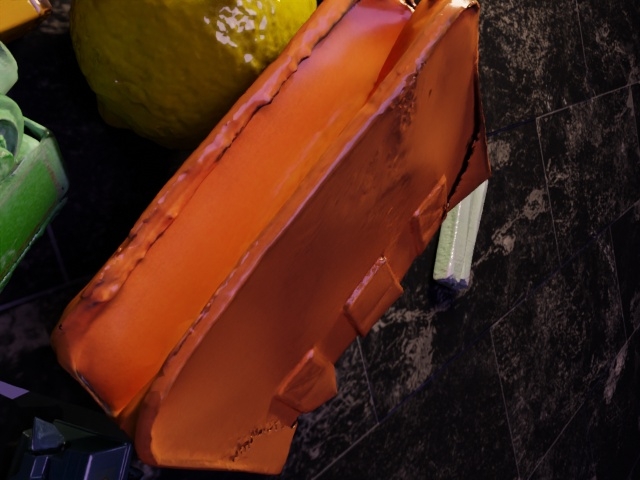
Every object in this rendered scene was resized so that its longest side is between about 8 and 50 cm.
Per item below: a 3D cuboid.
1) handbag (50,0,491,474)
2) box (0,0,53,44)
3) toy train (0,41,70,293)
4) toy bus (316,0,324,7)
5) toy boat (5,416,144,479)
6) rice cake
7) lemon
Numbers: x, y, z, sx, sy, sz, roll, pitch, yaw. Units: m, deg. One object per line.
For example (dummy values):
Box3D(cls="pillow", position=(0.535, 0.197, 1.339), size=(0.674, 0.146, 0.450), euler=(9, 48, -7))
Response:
Box3D(cls="handbag", position=(0.000, 0.000, 0.490), size=(0.410, 0.116, 0.303), euler=(-53, 152, -11))
Box3D(cls="box", position=(-0.328, -0.170, 0.352), size=(0.237, 0.070, 0.152), euler=(-44, 117, -33))
Box3D(cls="toy train", position=(-0.261, -0.009, 0.320), size=(0.132, 0.188, 0.243), euler=(27, 65, -5))
Box3D(cls="toy bus", position=(0.037, -0.246, 0.661), size=(0.106, 0.131, 0.297), euler=(-2, 90, -47))
Box3D(cls="toy boat", position=(-0.212, 0.264, 0.423), size=(0.103, 0.092, 0.246), euler=(35, 63, -61))
Box3D(cls="rice cake", position=(0.232, -0.026, 0.900), size=(0.080, 0.042, 0.222), euler=(32, 65, -43))
Box3D(cls="lemon", position=(-0.104, -0.180, 0.473), size=(0.231, 0.192, 0.192), euler=(-35, 119, 4))
